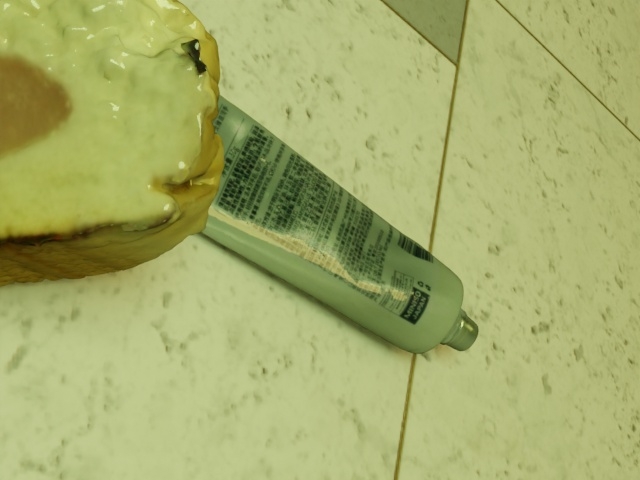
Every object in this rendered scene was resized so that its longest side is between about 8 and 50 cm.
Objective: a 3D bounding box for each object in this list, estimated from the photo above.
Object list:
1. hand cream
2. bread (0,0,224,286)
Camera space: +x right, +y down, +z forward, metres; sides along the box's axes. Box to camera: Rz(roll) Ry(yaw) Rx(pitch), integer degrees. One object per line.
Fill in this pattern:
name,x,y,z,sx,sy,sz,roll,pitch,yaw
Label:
hand cream,0.000,0.000,0.660,0.340,0.077,0.124,34,55,-20
bread,-0.165,-0.072,0.422,0.224,0.211,0.184,-2,83,-48
